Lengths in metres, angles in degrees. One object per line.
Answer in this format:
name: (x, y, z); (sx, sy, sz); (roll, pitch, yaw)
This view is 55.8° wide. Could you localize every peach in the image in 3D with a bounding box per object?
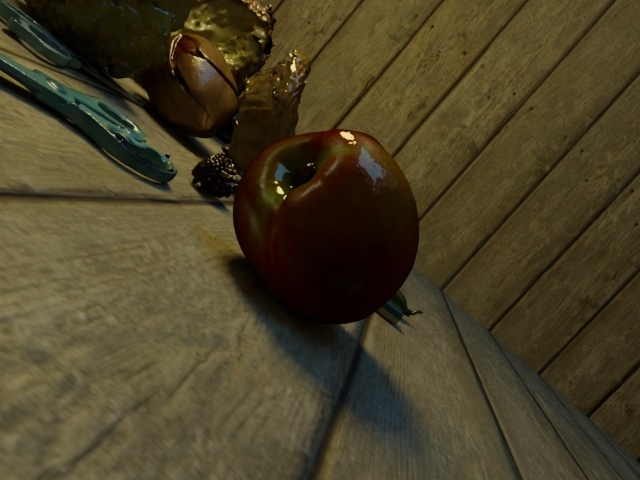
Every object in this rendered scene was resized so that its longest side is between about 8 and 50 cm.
peach: (0.017, -0.001, 0.836); (0.274, 0.249, 0.245); (51, 33, -44)

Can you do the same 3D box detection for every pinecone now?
pinecone: (-0.176, -0.109, 1.036); (0.083, 0.077, 0.077); (47, 1, -42)

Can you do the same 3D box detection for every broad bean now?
broad bean: (0.127, 0.074, 1.388); (0.325, 0.067, 0.075); (56, 16, -14)

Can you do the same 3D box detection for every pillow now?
pillow: (-0.208, -0.214, 1.522); (0.091, 0.055, 0.135); (7, 11, -9)

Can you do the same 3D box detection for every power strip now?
power strip: (0.118, 0.126, 1.282); (0.123, 0.032, 0.056); (39, 7, -12)

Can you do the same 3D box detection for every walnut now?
walnut: (-0.286, -0.337, 1.360); (0.203, 0.203, 0.297); (31, 29, -51)

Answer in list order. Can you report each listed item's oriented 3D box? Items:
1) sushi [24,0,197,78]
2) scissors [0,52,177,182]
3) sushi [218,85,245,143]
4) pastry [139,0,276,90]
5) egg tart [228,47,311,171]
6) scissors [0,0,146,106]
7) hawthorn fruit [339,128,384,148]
sushi: (-0.416, -0.527, 1.229); (0.240, 0.351, 0.396); (24, 4, -42)
scissors: (-0.343, -0.185, 0.787); (0.180, 0.032, 0.393); (47, 8, 37)
sushi: (-0.239, -0.404, 1.886); (0.215, 0.212, 0.227); (36, 8, -27)
pastry: (-0.331, -0.537, 1.679); (0.337, 0.405, 0.292); (20, -49, 63)
egg tart: (-0.115, -0.244, 1.302); (0.150, 0.352, 0.352); (10, 12, -6)
scissors: (-0.449, -0.336, 1.139); (0.191, 0.029, 0.360); (43, 8, 29)
hawthorn fruit: (0.077, -0.163, 1.817); (0.308, 0.308, 0.324); (49, -23, 47)
